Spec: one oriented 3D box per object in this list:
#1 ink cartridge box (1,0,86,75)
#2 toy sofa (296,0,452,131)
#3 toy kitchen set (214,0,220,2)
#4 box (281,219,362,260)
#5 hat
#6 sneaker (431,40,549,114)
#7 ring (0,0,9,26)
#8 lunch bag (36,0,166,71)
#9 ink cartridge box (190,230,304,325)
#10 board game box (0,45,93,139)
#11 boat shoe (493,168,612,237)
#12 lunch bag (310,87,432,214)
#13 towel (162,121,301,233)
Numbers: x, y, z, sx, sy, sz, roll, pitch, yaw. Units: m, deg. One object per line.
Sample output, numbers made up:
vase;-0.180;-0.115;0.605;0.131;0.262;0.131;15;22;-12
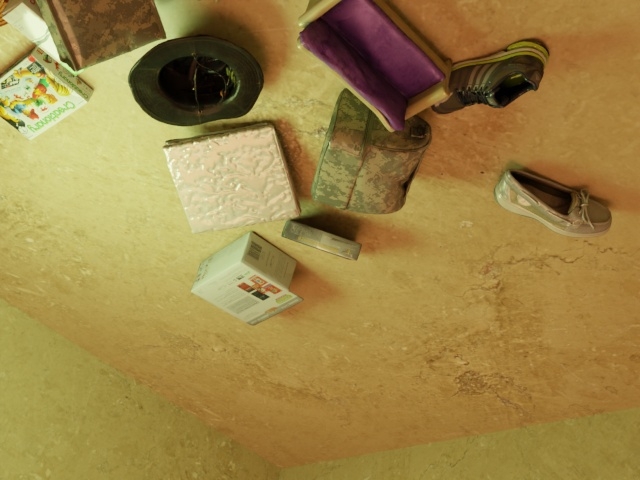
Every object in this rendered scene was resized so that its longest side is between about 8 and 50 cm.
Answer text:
ink cartridge box;-0.629;-0.536;1.921;0.093;0.160;0.219;-17;139;36
toy sofa;0.128;-0.426;1.802;0.363;0.177;0.150;38;138;-26
toy kitchen set;-0.224;-0.604;1.814;0.075;0.068;0.083;51;150;6
box;0.000;0.000;2.415;0.231;0.056;0.183;19;179;-6
hat;-0.309;-0.430;1.984;0.332;0.133;0.331;-5;149;-3
sneaker;0.380;-0.358;1.844;0.300;0.121;0.111;-20;130;38
ring;-0.909;-0.663;1.979;0.337;0.032;0.336;9;142;7
lunch bag;-0.516;-0.558;1.783;0.169;0.235;0.286;36;148;51
ink cartridge box;-0.235;0.138;2.690;0.272;0.130;0.309;34;139;-26
board game box;-0.808;-0.411;2.247;0.305;0.053;0.193;-21;131;38
boat shoe;0.622;-0.102;2.098;0.321;0.118;0.103;22;147;2
lunch bag;0.130;-0.210;2.045;0.256;0.212;0.305;17;144;-1
towel;-0.249;-0.171;2.263;0.332;0.053;0.316;-9;126;9
